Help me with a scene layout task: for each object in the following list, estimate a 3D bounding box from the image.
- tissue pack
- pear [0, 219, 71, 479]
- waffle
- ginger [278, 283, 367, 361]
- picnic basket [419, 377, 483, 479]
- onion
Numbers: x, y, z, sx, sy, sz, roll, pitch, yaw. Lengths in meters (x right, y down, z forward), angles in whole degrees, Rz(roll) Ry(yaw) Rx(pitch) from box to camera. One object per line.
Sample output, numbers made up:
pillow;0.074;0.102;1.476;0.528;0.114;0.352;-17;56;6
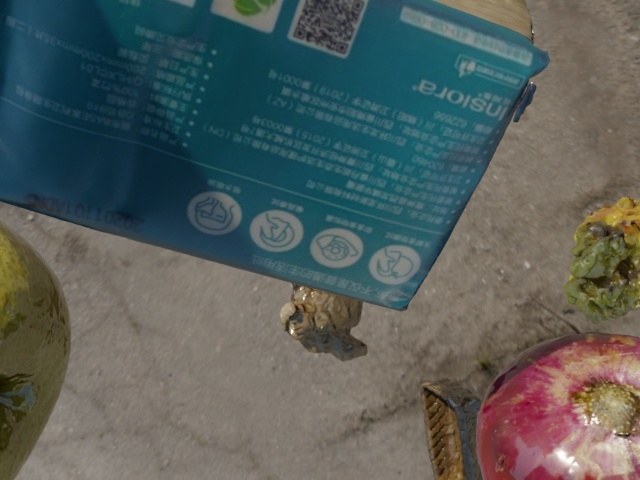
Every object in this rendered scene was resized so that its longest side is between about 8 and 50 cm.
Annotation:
tissue pack;-0.038;-0.091;0.489;0.270;0.134;0.192;18;125;-13
pear;-0.286;0.073;0.601;0.211;0.188;0.229;24;99;24
waffle;0.506;0.044;1.197;0.324;0.261;0.151;18;122;29
ginger;0.000;0.002;0.936;0.122;0.290;0.084;29;127;-24
picnic basket;0.206;0.301;1.319;0.054;0.110;0.194;-20;111;-23
onion;0.198;0.149;0.625;0.177;0.153;0.177;7;62;-13
